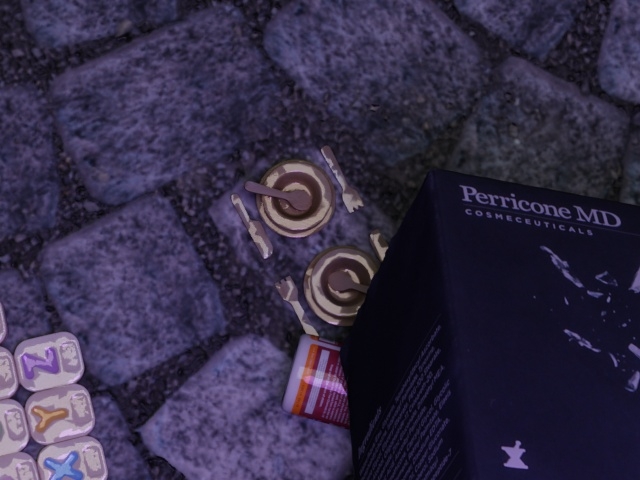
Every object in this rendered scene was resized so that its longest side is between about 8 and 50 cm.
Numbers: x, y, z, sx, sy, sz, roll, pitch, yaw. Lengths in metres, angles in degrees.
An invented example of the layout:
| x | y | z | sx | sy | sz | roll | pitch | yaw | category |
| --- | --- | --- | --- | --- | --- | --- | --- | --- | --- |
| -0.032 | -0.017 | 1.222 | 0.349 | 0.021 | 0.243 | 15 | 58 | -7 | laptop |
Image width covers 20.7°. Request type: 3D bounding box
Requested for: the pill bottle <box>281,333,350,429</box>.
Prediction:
| x | y | z | sx | sy | sz | roll | pitch | yaw | category |
| --- | --- | --- | --- | --- | --- | --- | --- | --- | --- |
| 0.041 | 0.155 | 1.807 | 0.152 | 0.086 | 0.086 | 16 | 79 | -1 | pill bottle |

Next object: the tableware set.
| x | y | z | sx | sy | sz | roll | pitch | yaw | category |
| --- | --- | --- | --- | --- | --- | --- | --- | --- | --- |
| 0.000 | 0.000 | 1.857 | 0.128 | 0.039 | 0.194 | -29 | 83 | -9 | tableware set |

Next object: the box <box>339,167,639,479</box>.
| x | y | z | sx | sy | sz | roll | pitch | yaw | category |
| --- | --- | --- | --- | --- | --- | --- | --- | --- | --- |
| 0.294 | 0.231 | 1.569 | 0.480 | 0.297 | 0.472 | 9 | 43 | -15 | box |

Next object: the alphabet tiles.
| x | y | z | sx | sy | sz | roll | pitch | yaw | category |
| --- | --- | --- | --- | --- | --- | --- | --- | --- | --- |
| -0.370 | 0.204 | 1.802 | 0.278 | 0.021 | 0.284 | -13 | 81 | -6 | alphabet tiles |
